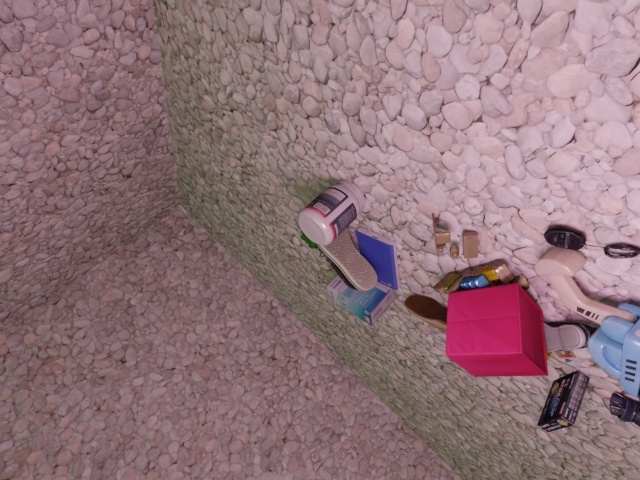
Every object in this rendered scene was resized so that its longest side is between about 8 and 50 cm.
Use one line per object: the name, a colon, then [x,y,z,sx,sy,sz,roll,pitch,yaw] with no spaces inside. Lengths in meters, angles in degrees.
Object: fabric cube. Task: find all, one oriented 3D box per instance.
fabric cube: [0.631,0.330,1.491,0.258,0.258,0.254,-18,137,40]

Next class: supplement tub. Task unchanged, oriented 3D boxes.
supplement tub: [0.051,-0.125,1.826,0.191,0.272,0.191,35,150,23]

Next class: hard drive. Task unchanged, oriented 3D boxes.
hard drive: [0.286,0.093,2.036,0.210,0.040,0.318,25,146,35]

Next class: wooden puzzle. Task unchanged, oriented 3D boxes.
wooden puzzle: [0.934,0.429,1.598,0.116,0.014,0.078,47,153,-1]

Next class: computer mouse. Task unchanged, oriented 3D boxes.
computer mouse: [0.792,0.003,1.217,0.242,0.041,0.071,17,139,34]

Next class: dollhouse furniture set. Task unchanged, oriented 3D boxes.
dollhouse furniture set: [0.512,-0.020,1.582,0.151,0.123,0.144,-6,131,15]

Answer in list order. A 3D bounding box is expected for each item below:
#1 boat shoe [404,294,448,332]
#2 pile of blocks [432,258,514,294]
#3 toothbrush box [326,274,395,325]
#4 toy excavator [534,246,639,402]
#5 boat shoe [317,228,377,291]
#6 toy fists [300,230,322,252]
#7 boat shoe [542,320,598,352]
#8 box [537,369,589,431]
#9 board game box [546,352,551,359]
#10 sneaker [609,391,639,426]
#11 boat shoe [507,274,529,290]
boat shoe: [0.549,0.369,1.947,0.341,0.122,0.110,24,145,34]
pile of blocks: [0.594,0.182,1.604,0.112,0.149,0.362,49,152,-4]
toothbrush box: [0.215,0.277,2.196,0.296,0.216,0.126,27,146,35]
toy excavator: [0.889,0.259,1.256,0.445,0.222,0.432,25,145,51]
boat shoe: [0.090,0.047,2.063,0.500,0.187,0.156,54,158,5]
toy fists: [0.000,0.000,2.261,0.279,0.096,0.142,25,146,34]
boat shoe: [0.865,0.347,1.486,0.302,0.091,0.114,130,138,-80]
box: [0.949,0.631,1.620,0.051,0.220,0.175,33,151,15]
board game box: [0.835,0.420,1.694,0.181,0.043,0.092,1,129,54]
sneaker: [1.129,0.591,1.460,0.164,0.086,0.226,27,148,28]
boat shoe: [0.715,0.175,1.541,0.056,0.048,0.153,0,155,-8]
